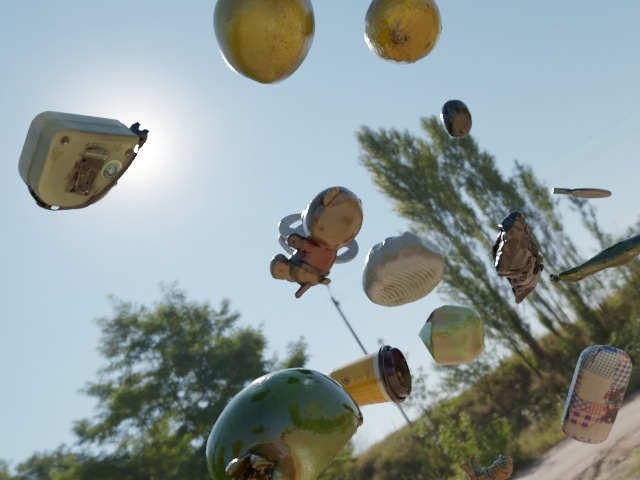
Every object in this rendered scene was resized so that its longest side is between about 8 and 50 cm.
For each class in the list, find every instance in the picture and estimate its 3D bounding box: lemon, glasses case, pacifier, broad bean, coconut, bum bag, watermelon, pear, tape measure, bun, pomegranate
[{"bbox_3d":[0.262,-0.688,1.865,0.253,0.253,0.310,-46,14,26],"label":"lemon"},{"bbox_3d":[0.739,0.420,1.575,0.076,0.125,0.327,-56,-29,-57],"label":"glasses case"},{"bbox_3d":[-0.004,-0.039,1.848,0.227,0.279,0.207,-30,-36,-51],"label":"pacifier"},{"bbox_3d":[0.754,0.043,1.541,0.318,0.056,0.098,-23,19,26],"label":"broad bean"},{"bbox_3d":[0.466,0.342,2.097,0.236,0.204,0.236,8,-26,4],"label":"coconut"},{"bbox_3d":[0.489,0.053,1.432,0.340,0.095,0.144,41,-111,-54],"label":"bum bag"},{"bbox_3d":[0.360,-0.326,1.552,0.078,0.111,0.078,-17,-7,-2],"label":"watermelon"},{"bbox_3d":[-0.147,-0.555,1.526,0.294,0.294,0.294,-28,-23,-13],"label":"pear"},{"bbox_3d":[-0.493,-0.158,1.228,0.235,0.115,0.207,-8,-51,-57],"label":"tape measure"},{"bbox_3d":[0.309,0.110,2.289,0.354,0.194,0.354,-10,-41,-9],"label":"bun"},{"bbox_3d":[-0.094,0.366,1.066,0.310,0.216,0.358,-45,-14,7],"label":"pomegranate"}]

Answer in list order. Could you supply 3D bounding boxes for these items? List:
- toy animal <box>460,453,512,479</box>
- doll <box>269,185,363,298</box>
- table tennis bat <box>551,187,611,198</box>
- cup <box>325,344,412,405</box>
[{"bbox_3d":[0.372,0.607,1.439,0.241,0.099,0.057,-47,-33,-7],"label":"toy animal"},{"bbox_3d":[0.000,0.000,1.653,0.330,0.174,0.235,-60,-28,8],"label":"doll"},{"bbox_3d":[0.732,-0.134,1.640,0.155,0.019,0.100,6,-5,11],"label":"table tennis bat"},{"bbox_3d":[0.162,0.475,1.983,0.279,0.196,0.196,-22,-17,24],"label":"cup"}]
